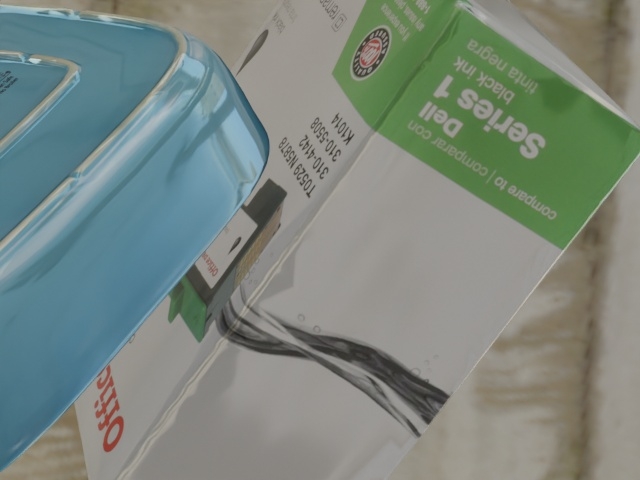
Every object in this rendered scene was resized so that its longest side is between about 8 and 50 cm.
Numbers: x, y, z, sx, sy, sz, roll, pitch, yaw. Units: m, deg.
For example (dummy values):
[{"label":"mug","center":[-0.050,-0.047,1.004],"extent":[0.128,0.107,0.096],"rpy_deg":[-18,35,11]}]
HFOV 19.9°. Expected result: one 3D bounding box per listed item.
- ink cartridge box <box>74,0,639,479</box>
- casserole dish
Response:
[{"label":"ink cartridge box","center":[0.000,0.000,0.684],"extent":[0.093,0.160,0.219],"rpy_deg":[31,-77,-23]},{"label":"casserole dish","center":[-0.089,-0.007,0.425],"extent":[0.188,0.114,0.037],"rpy_deg":[-51,-37,-47]}]
